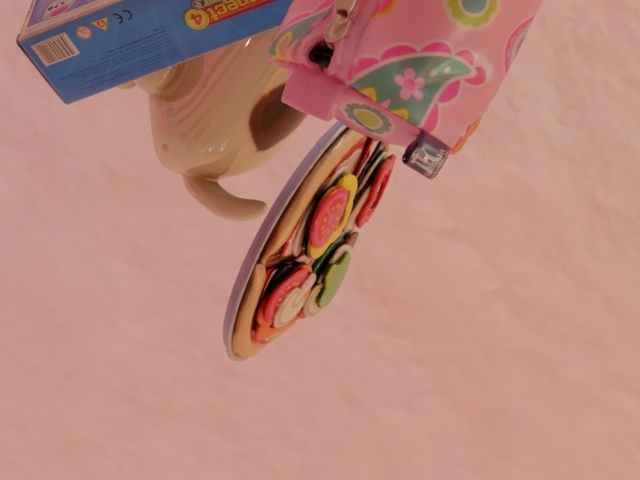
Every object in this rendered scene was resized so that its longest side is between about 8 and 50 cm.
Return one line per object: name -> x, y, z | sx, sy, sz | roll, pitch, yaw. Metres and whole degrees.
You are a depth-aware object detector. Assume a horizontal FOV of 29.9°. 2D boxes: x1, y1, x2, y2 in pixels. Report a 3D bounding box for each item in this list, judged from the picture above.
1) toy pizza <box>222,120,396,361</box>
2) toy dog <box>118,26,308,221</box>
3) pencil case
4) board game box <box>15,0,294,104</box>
toy pizza -> 0.000, 0.000, 0.818 | 0.032, 0.201, 0.201 | 30, 72, 13
toy dog -> -0.055, -0.258, 1.517 | 0.284, 0.408, 0.395 | 25, 50, -50
pencil case -> 0.076, -0.183, 0.623 | 0.124, 0.124, 0.284 | 26, 96, -16
board game box -> -0.122, -0.303, 1.190 | 0.302, 0.308, 0.086 | -85, 151, -45
